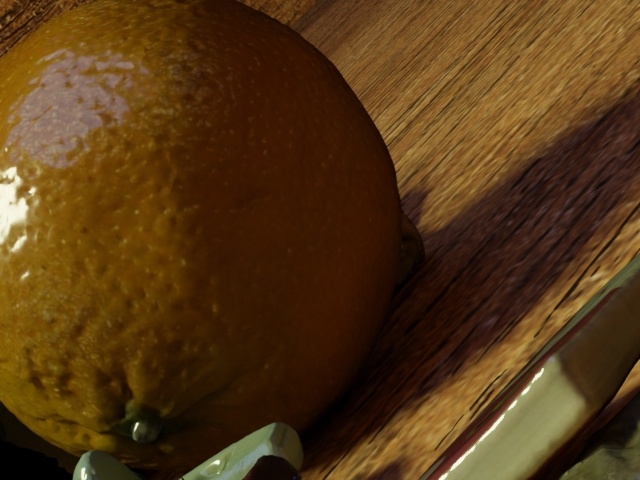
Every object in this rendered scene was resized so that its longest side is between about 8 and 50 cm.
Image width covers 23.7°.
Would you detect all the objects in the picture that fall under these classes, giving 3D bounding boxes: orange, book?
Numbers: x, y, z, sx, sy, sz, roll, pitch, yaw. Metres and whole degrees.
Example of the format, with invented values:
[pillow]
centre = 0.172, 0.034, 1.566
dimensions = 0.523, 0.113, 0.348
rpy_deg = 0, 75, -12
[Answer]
[orange]
centre = -0.080, -0.001, 0.817
dimensions = 0.264, 0.264, 0.264
rpy_deg = -40, 11, 9
[book]
centre = 0.051, 0.067, 0.468
dimensions = 0.162, 0.022, 0.232
rpy_deg = -49, -9, 22

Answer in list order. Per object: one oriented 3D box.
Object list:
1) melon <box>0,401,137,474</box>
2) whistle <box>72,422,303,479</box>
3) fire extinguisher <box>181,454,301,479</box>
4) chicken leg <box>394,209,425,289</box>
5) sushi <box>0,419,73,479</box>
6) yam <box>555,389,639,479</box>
[melon]
centre = -0.217, 0.059, 1.025
dimensions = 0.330, 0.268, 0.268
rpy_deg = -29, 4, -25
[whistle]
centre = -0.108, 0.159, 0.705
dimensions = 0.244, 0.092, 0.110
rpy_deg = -39, 6, 18
[fire extinguisher]
centre = -0.137, 0.196, 0.602
dimensions = 0.337, 0.106, 0.147
rpy_deg = -36, 24, 25
[chicken leg]
centre = 0.003, 0.001, 1.020
dimensions = 0.107, 0.087, 0.251
rpy_deg = -61, 20, -6
[sushi]
centre = -0.209, 0.138, 0.832
dimensions = 0.147, 0.212, 0.115
rpy_deg = -33, 8, 3
[yam]
centre = 0.053, 0.112, 0.326
dimensions = 0.259, 0.093, 0.093
rpy_deg = -44, 11, -15
